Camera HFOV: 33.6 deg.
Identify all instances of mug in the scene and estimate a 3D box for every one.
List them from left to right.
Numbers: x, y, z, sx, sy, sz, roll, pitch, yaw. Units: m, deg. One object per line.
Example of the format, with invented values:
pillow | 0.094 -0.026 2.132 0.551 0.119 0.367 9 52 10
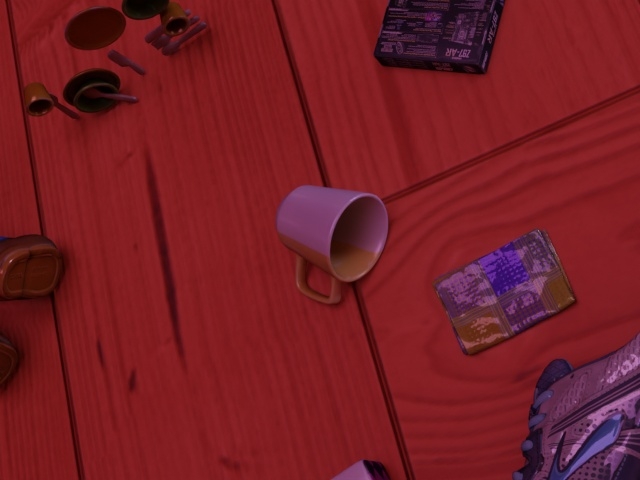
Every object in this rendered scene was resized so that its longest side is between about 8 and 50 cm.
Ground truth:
mug | -0.001 -0.003 0.733 0.064 0.062 0.078 21 77 38

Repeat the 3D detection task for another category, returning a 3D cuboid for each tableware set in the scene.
tableware set | -0.167 -0.143 0.833 0.154 0.104 0.024 -31 64 16

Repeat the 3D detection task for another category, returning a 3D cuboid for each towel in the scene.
towel | 0.118 0.033 0.689 0.083 0.009 0.060 -27 63 16

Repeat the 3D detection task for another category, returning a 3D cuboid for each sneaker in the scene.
sneaker | 0.159 0.138 0.596 0.283 0.110 0.122 -47 48 -3

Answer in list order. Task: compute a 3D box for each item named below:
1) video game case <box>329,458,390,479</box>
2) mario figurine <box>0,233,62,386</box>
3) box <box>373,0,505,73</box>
video game case | 0.000 0.287 0.646 0.210 0.042 0.232 -35 62 14
mario figurine | -0.363 0.003 0.898 0.320 0.170 0.198 25 50 20
box | 0.086 -0.156 0.761 0.083 0.018 0.067 9 78 28
